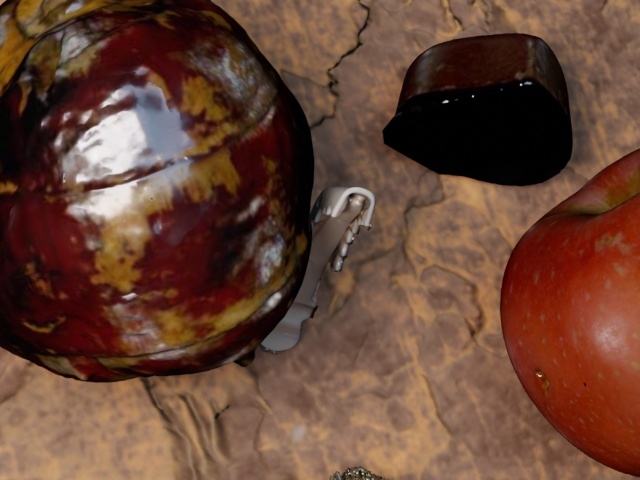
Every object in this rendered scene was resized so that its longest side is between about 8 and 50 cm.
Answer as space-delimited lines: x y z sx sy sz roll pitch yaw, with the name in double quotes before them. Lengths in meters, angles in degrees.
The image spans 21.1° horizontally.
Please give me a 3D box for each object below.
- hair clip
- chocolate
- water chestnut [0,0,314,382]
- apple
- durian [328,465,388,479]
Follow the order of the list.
"hair clip" 0.000 0.000 1.145 0.034 0.226 0.072 14 61 -9
"chocolate" 0.123 -0.112 1.285 0.148 0.125 0.080 10 55 -14
"water chestnut" -0.117 -0.033 1.090 0.244 0.289 0.289 10 71 -38
"apple" 0.259 0.047 1.209 0.260 0.260 0.216 -34 99 -25
"durian" 0.017 0.194 1.178 0.080 0.091 0.080 42 32 -35
